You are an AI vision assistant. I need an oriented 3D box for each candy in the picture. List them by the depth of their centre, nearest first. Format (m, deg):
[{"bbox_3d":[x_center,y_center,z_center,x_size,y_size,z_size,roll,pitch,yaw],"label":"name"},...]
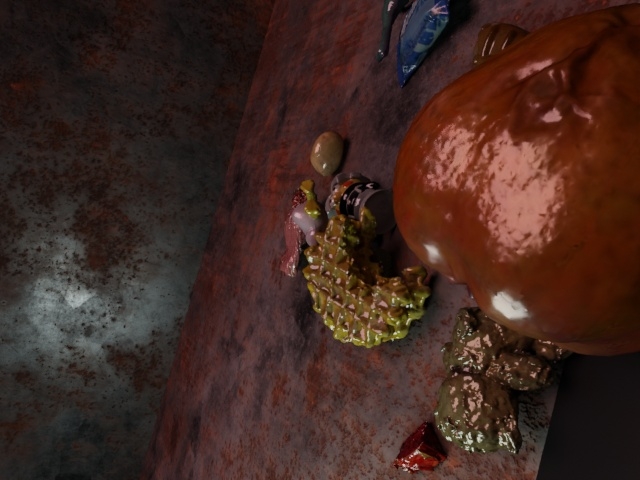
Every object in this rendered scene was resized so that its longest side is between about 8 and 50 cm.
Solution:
[{"bbox_3d":[0.271,-0.578,1.593,0.331,0.077,0.187,127,150,-58],"label":"candy"}]

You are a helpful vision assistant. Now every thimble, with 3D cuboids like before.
[{"bbox_3d":[0.135,0.073,1.515,0.084,0.062,0.110,1,76,62],"label":"thimble"}]

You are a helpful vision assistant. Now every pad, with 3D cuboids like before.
[{"bbox_3d":[0.418,0.306,0.875,0.202,0.005,0.299,6,81,64],"label":"pad"}]

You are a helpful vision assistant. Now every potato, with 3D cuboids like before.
[{"bbox_3d":[0.023,-0.283,1.909,0.147,0.112,0.112,-67,26,7],"label":"potato"}]

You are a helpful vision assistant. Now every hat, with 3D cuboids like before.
[{"bbox_3d":[-0.070,-0.037,1.940,0.236,0.107,0.286,-116,35,-68],"label":"hat"}]

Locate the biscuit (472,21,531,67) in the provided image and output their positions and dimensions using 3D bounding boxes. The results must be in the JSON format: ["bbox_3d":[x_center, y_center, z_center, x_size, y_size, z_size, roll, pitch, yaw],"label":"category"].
[{"bbox_3d":[0.350,-0.238,1.181,0.268,0.115,0.366,46,124,56],"label":"biscuit"}]

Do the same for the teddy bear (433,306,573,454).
[{"bbox_3d":[0.286,0.237,1.011,0.267,0.156,0.256,-13,66,61],"label":"teddy bear"}]

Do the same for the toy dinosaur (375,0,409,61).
[{"bbox_3d":[0.238,-0.718,1.628,0.331,0.129,0.383,-84,14,-52],"label":"toy dinosaur"}]

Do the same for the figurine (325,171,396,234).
[{"bbox_3d":[0.104,-0.090,1.600,0.236,0.133,0.176,36,110,59],"label":"figurine"}]

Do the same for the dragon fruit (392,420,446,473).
[{"bbox_3d":[0.199,0.443,1.198,0.131,0.063,0.097,-55,-4,27],"label":"dragon fruit"}]

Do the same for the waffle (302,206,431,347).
[{"bbox_3d":[0.101,0.098,1.389,0.324,0.151,0.261,52,125,37],"label":"waffle"}]

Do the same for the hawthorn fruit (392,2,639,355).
[{"bbox_3d":[0.340,-0.085,0.790,0.472,0.472,0.471,-41,40,48],"label":"hawthorn fruit"}]

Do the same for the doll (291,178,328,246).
[{"bbox_3d":[-0.001,0.000,1.593,0.094,0.365,0.160,-15,49,7],"label":"doll"}]
